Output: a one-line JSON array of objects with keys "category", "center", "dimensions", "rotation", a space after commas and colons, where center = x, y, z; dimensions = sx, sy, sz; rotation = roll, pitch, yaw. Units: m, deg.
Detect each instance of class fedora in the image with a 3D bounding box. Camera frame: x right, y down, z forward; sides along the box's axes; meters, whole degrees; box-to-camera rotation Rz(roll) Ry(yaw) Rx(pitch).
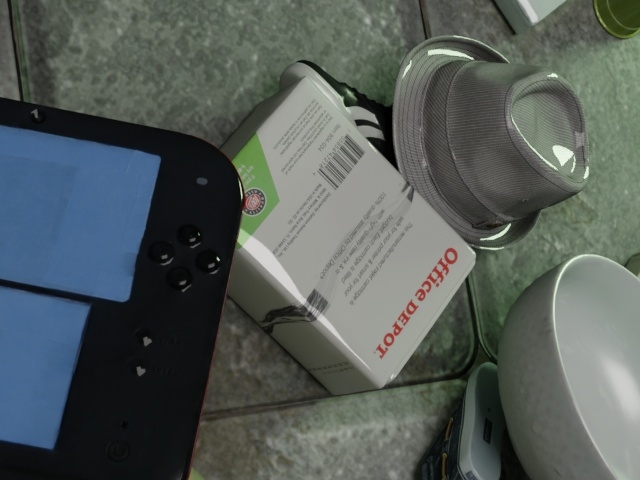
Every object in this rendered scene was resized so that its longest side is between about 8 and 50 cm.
[{"category": "fedora", "center": [0.212, -0.115, 1.542], "dimensions": [0.275, 0.124, 0.243], "rotation": [24, 65, -45]}]

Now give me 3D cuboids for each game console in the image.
[{"category": "game console", "center": [-0.273, 0.034, 1.163], "dimensions": [0.387, 0.060, 0.342], "rotation": [11, 59, -2]}]

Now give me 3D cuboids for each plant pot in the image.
[{"category": "plant pot", "center": [0.404, -0.308, 1.762], "dimensions": [0.083, 0.079, 0.083], "rotation": [7, 76, -29]}]

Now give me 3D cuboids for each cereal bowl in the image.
[{"category": "cereal bowl", "center": [0.305, 0.192, 1.526], "dimensions": [0.339, 0.141, 0.339], "rotation": [31, 44, -35]}]

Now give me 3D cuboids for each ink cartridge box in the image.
[{"category": "ink cartridge box", "center": [0.000, 0.000, 1.448], "dimensions": [0.273, 0.115, 0.198], "rotation": [45, 62, -14]}]

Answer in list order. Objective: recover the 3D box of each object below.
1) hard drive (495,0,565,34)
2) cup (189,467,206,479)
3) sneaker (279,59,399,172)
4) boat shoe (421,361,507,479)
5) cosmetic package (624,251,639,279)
[{"category": "hard drive", "center": [0.227, -0.460, 1.713], "dimensions": [0.233, 0.047, 0.353], "rotation": [-39, 100, -29]}, {"category": "cup", "center": [-0.189, 0.312, 1.206], "dimensions": [0.331, 0.237, 0.331], "rotation": [6, 76, -28]}, {"category": "sneaker", "center": [0.053, -0.139, 1.536], "dimensions": [0.217, 0.079, 0.121], "rotation": [49, 58, -22]}, {"category": "boat shoe", "center": [0.158, 0.212, 1.528], "dimensions": [0.065, 0.083, 0.183], "rotation": [43, 36, -16]}, {"category": "cosmetic package", "center": [0.388, 0.072, 1.695], "dimensions": [0.060, 0.041, 0.115], "rotation": [46, 62, -14]}]
